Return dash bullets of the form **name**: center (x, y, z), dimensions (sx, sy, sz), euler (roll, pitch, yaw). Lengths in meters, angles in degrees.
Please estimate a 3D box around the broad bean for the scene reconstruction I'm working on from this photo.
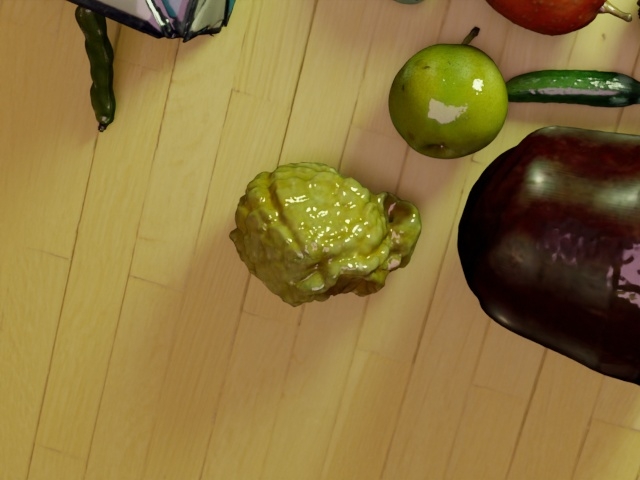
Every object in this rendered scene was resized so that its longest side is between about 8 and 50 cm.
- **broad bean**: center (-0.348, -0.278, 1.855), dimensions (0.052, 0.053, 0.256), euler (18, 139, 12)

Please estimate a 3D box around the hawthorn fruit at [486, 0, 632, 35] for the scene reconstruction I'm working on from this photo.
- **hawthorn fruit**: center (0.340, -0.385, 1.697), dimensions (0.253, 0.205, 0.205), euler (42, 105, -6)

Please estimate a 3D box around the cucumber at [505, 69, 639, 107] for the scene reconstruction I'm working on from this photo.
- **cucumber**: center (0.394, -0.230, 1.795), dimensions (0.250, 0.056, 0.056), euler (4, 102, 10)

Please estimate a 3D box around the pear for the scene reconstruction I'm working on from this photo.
- **pear**: center (0.195, -0.230, 1.780), dimensions (0.180, 0.166, 0.216), euler (6, 76, 19)

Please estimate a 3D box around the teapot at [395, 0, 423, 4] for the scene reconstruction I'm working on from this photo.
- **teapot**: center (0.136, -0.448, 1.755), dimensions (0.232, 0.159, 0.159), euler (45, 105, 3)

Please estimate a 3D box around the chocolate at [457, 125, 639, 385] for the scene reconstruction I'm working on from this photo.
- **chocolate**: center (0.377, 0.003, 1.722), dimensions (0.331, 0.383, 0.384), euler (17, 104, 23)

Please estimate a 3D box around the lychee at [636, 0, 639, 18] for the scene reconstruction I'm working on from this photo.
- **lychee**: center (0.539, -0.346, 1.685), dimensions (0.188, 0.188, 0.188), euler (2, 102, 9)

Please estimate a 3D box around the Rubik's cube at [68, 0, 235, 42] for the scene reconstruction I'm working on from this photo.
- **Rubik's cube**: center (-0.255, -0.481, 1.713), dimensions (0.310, 0.307, 0.305), euler (23, 105, 4)

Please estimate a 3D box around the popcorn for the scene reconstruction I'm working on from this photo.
- **popcorn**: center (0.000, 0.000, 1.818), dimensions (0.285, 0.225, 0.174), euler (19, 136, 3)
